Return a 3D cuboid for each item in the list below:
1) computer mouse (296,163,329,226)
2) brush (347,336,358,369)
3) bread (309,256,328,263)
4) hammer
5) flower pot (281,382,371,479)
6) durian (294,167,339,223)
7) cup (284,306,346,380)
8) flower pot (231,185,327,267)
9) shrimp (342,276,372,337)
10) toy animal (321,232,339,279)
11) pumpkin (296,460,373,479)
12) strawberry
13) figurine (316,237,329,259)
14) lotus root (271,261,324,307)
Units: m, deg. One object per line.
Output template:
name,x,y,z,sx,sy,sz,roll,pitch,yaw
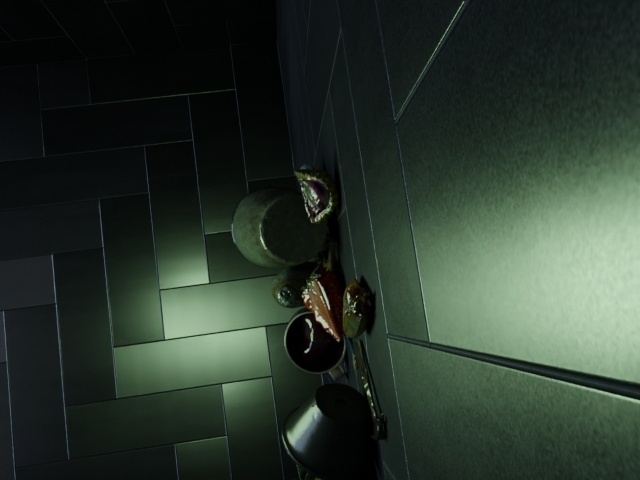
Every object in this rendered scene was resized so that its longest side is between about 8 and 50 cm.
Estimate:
computer mouse,-0.010,-0.158,1.929,0.128,0.079,0.230,-154,40,-81
brush,0.098,0.337,1.729,0.164,0.014,0.051,-106,11,-65
bread,-0.072,0.003,2.178,0.110,0.192,0.209,60,-160,-84
hammer,0.121,0.367,1.422,0.297,0.027,0.125,-103,12,-50
flower pot,0.036,0.510,1.564,0.269,0.269,0.166,-105,27,-57
durian,0.019,-0.136,1.616,0.108,0.119,0.186,8,123,46
cup,0.002,0.370,2.057,0.208,0.288,0.273,-61,3,-2
flower pot,-0.127,-0.035,1.855,0.330,0.294,0.293,-165,67,-72
shrimp,0.086,0.154,1.343,0.267,0.061,0.145,91,180,-74
toy animal,0.033,0.082,1.876,0.275,0.054,0.149,92,172,-71
pumpkin,0.061,0.701,1.679,0.263,0.197,0.292,65,-175,-57
strawberry,0.039,0.195,1.785,0.228,0.098,0.174,53,142,28
figurine,0.000,0.000,2.035,0.086,0.087,0.149,-49,-33,-42
lotus root,-0.075,0.158,2.003,0.350,0.175,0.174,-8,-90,-66
